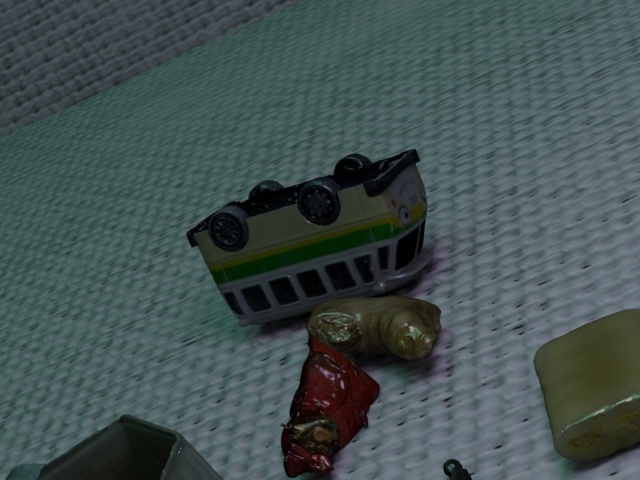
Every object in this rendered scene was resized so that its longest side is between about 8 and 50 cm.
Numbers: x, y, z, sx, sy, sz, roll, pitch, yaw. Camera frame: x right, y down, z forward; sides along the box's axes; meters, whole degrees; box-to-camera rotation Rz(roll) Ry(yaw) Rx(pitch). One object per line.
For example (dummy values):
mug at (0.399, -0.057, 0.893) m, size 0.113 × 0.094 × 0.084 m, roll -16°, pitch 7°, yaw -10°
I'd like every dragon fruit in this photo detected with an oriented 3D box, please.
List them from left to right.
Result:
dragon fruit at (-0.018, 0.197, 1.818) m, size 0.122 × 0.092 × 0.192 m, roll -17°, pitch 26°, yaw 26°

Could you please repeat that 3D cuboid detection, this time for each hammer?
hammer at (0.069, 0.294, 1.612) m, size 0.201 × 0.021 × 0.078 m, roll -31°, pitch 23°, yaw -3°

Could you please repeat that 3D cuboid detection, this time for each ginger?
ginger at (0.079, 0.103, 1.912) m, size 0.213 × 0.074 × 0.137 m, roll -6°, pitch 17°, yaw 46°

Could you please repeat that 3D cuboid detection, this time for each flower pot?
flower pot at (-0.183, 0.321, 1.609) m, size 0.209 × 0.190 × 0.239 m, roll -21°, pitch 30°, yaw 30°

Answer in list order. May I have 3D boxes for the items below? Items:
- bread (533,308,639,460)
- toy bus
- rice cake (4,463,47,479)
bread at (0.293, 0.146, 1.607) m, size 0.139 × 0.060 × 0.178 m, roll -23°, pitch 24°, yaw 12°
toy bus at (0.000, 0.000, 2.087) m, size 0.305 × 0.179 × 0.143 m, roll -16°, pitch 11°, yaw 28°
rice cake at (-0.389, 0.356, 1.956) m, size 0.069 × 0.063 × 0.206 m, roll -11°, pitch 30°, yaw 32°
